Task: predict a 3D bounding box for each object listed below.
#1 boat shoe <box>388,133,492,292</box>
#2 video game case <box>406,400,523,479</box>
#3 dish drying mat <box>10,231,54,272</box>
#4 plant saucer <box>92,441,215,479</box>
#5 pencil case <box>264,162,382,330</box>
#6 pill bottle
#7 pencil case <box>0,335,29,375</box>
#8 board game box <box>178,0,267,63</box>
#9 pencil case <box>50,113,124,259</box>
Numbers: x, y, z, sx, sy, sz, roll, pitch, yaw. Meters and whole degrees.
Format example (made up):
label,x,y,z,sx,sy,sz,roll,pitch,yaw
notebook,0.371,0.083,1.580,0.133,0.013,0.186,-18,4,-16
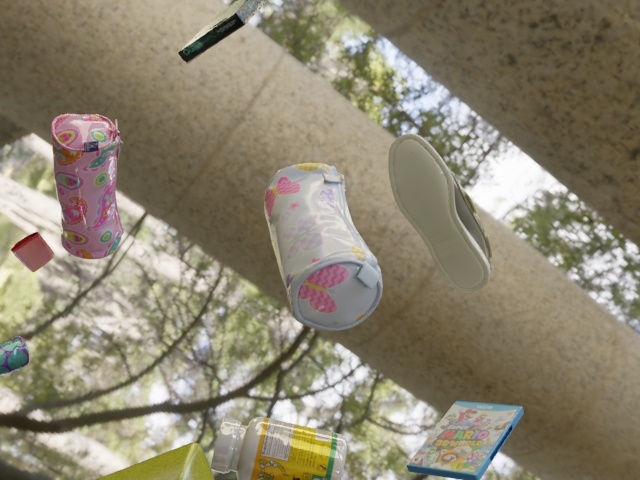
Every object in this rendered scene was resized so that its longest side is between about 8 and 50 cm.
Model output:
label,x,y,z,sx,sy,sz,roll,pitch,yaw
boat shoe,0.214,-0.056,1.415,0.109,0.305,0.091,-23,-168,27
video game case,0.220,0.299,1.208,0.119,0.015,0.166,-5,-157,41
dish drying mat,-0.296,0.012,0.826,0.032,0.008,0.083,-37,170,-15
plant saucer,-0.199,0.360,0.940,0.188,0.188,0.045,-21,180,1
pencil case,0.000,0.000,1.065,0.124,0.113,0.273,-24,-146,5
pill bottle,-0.070,0.358,1.323,0.117,0.209,0.117,-167,-90,-89
pencil case,-0.636,0.233,1.523,0.152,0.070,0.064,-17,135,-36
board game box,-0.144,-0.356,1.286,0.126,0.026,0.186,-25,-157,29
pencil case,-0.421,-0.097,1.459,0.124,0.124,0.284,-69,173,-48
